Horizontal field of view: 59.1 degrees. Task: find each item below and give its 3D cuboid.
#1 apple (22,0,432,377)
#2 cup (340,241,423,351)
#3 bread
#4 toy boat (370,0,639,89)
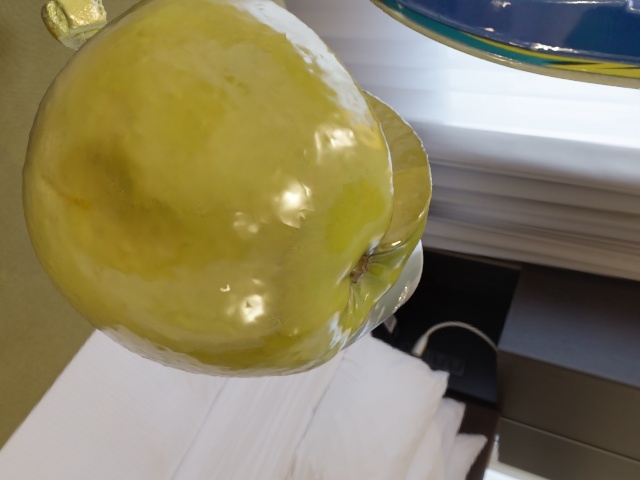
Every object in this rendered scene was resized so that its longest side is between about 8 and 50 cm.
[{"bbox_3d":[-0.059,-0.036,0.434,0.292,0.254,0.292,-42,150,-31],"label":"apple"},{"bbox_3d":[0.000,0.000,0.924,0.274,0.259,0.357,-26,111,-61],"label":"cup"},{"bbox_3d":[-0.554,-0.478,1.236,0.110,0.156,0.103,-32,101,-47],"label":"bread"},{"bbox_3d":[0.171,-0.168,0.403,0.088,0.295,0.129,111,-22,-60],"label":"toy boat"}]
